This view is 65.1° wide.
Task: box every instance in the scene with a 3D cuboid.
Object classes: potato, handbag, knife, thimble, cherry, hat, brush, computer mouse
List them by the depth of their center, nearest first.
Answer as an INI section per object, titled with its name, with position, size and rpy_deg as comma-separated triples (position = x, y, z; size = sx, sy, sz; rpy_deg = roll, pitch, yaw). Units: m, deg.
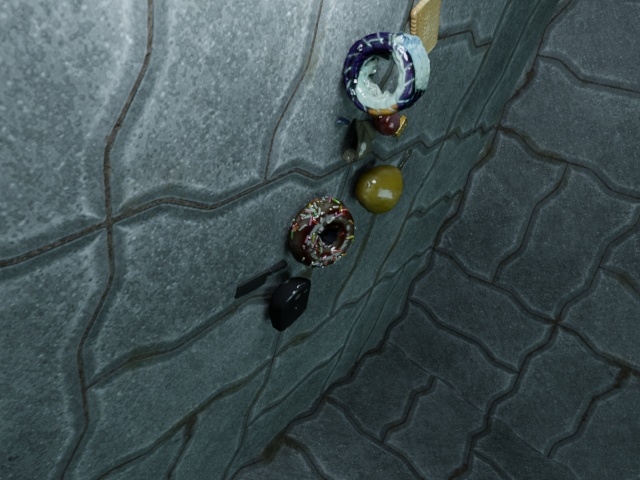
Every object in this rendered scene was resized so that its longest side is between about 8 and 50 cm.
[thimble]
position = 0.188, -0.471, 1.402
size = 0.150, 0.237, 0.237
rpy_deg = -33, 149, -51
[cherry]
position = 0.210, -0.425, 1.696
size = 0.225, 0.090, 0.107
rpy_deg = 27, 62, -60
[hat]
position = 0.156, -0.342, 1.708
size = 0.175, 0.085, 0.147
rpy_deg = -30, 146, -47
[knife]
position = -0.202, 0.134, 1.722
size = 0.245, 0.019, 0.072
rpy_deg = -28, 149, -46
[computer mouse]
position = -0.124, 0.226, 1.899
size = 0.170, 0.100, 0.269
rpy_deg = -38, 158, -29
[potato]
position = 0.205, -0.206, 1.933
size = 0.203, 0.178, 0.158
rpy_deg = -39, 151, 28
[handbag]
position = 0.317, -0.448, 1.985
size = 0.083, 0.027, 0.061
rpy_deg = -57, 158, -1
[brush]
position = 0.367, -0.326, 2.267
size = 0.190, 0.027, 0.034
rpy_deg = -55, 161, -5

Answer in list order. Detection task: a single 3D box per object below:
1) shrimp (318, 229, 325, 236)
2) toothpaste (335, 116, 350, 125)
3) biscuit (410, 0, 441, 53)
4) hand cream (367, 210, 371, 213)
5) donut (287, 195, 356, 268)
[shrimp]
position = 0.000, 0.000, 1.897
size = 0.168, 0.077, 0.317
rpy_deg = -39, 150, -16
[toothpaste]
position = 0.073, -0.374, 1.577
size = 0.027, 0.019, 0.083
rpy_deg = -39, 166, 26
[biscuit]
position = 0.345, -0.705, 1.671
size = 0.160, 0.030, 0.250
rpy_deg = -50, 158, -14
[hand cream]
position = 0.248, -0.177, 2.224
size = 0.143, 0.039, 0.061
rpy_deg = -53, 154, -34
[donut]
position = 0.011, -0.021, 1.737
size = 0.269, 0.103, 0.270
rpy_deg = -21, 130, -27
